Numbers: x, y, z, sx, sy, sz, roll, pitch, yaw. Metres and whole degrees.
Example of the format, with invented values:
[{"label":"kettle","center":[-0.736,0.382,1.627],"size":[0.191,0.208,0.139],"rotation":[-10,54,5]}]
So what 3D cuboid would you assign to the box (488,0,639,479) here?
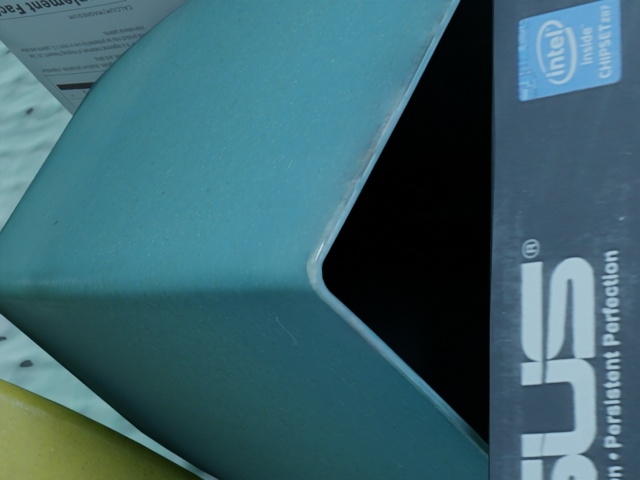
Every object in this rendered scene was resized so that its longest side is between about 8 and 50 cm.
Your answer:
[{"label":"box","center":[0.195,-0.074,0.414],"size":[0.318,0.097,0.395],"rotation":[-7,75,39]}]

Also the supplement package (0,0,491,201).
[{"label":"supplement package","center":[-0.033,-0.169,0.726],"size":[0.198,0.262,0.199],"rotation":[-2,51,42]}]

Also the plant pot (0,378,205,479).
[{"label":"plant pot","center":[-0.180,0.148,0.597],"size":[0.212,0.187,0.212],"rotation":[-19,41,30]}]

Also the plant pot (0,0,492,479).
[{"label":"plant pot","center":[0.000,0.000,0.609],"size":[0.234,0.166,0.165],"rotation":[-4,49,46]}]
